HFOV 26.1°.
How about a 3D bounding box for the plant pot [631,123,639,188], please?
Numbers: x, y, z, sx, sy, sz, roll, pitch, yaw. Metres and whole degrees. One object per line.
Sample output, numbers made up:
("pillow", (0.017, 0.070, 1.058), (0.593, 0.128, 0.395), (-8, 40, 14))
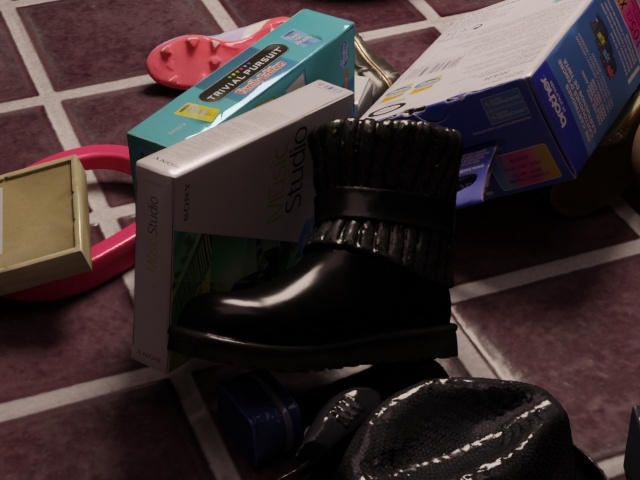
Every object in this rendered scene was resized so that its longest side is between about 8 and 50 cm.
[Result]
("plant pot", (0.502, -0.087, 1.654), (0.263, 0.263, 0.229), (-20, 23, -24))

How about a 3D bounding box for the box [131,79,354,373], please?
("box", (-0.080, -0.022, 1.504), (0.058, 0.232, 0.322), (22, 33, 29))

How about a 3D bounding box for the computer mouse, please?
("computer mouse", (-0.032, 0.215, 1.362), (0.242, 0.071, 0.041), (-34, 80, -32))

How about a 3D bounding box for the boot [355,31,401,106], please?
("boot", (0.010, -0.236, 1.968), (0.137, 0.077, 0.198), (-27, 43, -24))

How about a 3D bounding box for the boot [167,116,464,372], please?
("boot", (-0.001, 0.000, 1.446), (0.348, 0.260, 0.131), (-1, 1, -32))

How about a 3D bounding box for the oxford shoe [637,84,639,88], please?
("oxford shoe", (0.465, -0.249, 1.939), (0.133, 0.130, 0.363), (4, 40, -13))

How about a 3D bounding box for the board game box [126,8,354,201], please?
("board game box", (-0.080, -0.086, 1.613), (0.079, 0.253, 0.336), (21, 42, 27))

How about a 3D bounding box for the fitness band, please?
("fitness band", (-0.305, -0.024, 1.705), (0.209, 0.054, 0.291), (31, 48, 31))

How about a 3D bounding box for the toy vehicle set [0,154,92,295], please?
("toy vehicle set", (-0.402, -0.001, 1.612), (0.267, 0.035, 0.166), (-15, 46, 4))

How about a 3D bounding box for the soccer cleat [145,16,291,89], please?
("soccer cleat", (-0.137, -0.275, 2.027), (0.248, 0.083, 0.095), (-17, 10, -13))

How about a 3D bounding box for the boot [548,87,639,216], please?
("boot", (0.353, -0.125, 1.801), (0.213, 0.077, 0.165), (-47, 22, -5))

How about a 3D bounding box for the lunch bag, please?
("lunch bag", (-0.061, 0.176, 1.419), (0.065, 0.067, 0.098), (-19, 40, -24))

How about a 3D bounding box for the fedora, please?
("fedora", (0.128, 0.227, 1.280), (0.334, 0.152, 0.334), (0, 37, 0))

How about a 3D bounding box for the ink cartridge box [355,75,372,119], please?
("ink cartridge box", (-0.025, -0.155, 1.809), (0.175, 0.127, 0.072), (9, 37, 12))

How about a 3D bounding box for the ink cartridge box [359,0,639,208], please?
("ink cartridge box", (0.225, -0.173, 1.730), (0.270, 0.151, 0.395), (-13, 23, 40))

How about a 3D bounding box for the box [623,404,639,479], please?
("box", (0.385, 0.238, 1.314), (0.158, 0.093, 0.156), (-2, 37, -1))
